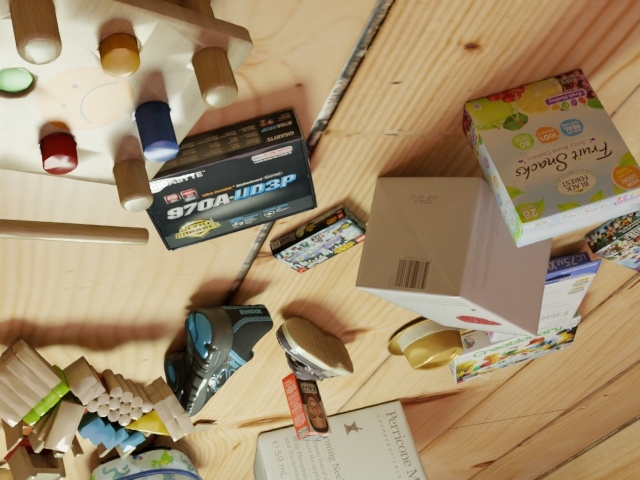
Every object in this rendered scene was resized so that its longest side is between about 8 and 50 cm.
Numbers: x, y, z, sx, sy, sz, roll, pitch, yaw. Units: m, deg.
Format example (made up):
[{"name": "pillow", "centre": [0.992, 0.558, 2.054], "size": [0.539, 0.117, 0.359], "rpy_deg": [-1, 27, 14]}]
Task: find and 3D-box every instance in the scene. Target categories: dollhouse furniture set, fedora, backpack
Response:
[{"name": "dollhouse furniture set", "centre": [-0.488, 0.347, 1.556], "size": [0.259, 0.135, 0.262], "rpy_deg": [-44, 144, 19]}, {"name": "fedora", "centre": [0.244, 0.229, 1.778], "size": [0.194, 0.079, 0.194], "rpy_deg": [-13, 151, -8]}, {"name": "backpack", "centre": [-0.404, 0.606, 1.920], "size": [0.289, 0.273, 0.356], "rpy_deg": [-5, 137, -9]}]

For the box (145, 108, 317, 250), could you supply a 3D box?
[{"name": "box", "centre": [-0.121, -0.075, 1.082], "size": [0.220, 0.051, 0.175], "rpy_deg": [-16, 151, -3]}]

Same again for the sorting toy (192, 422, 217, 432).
[{"name": "sorting toy", "centre": [-0.285, 0.430, 1.887], "size": [0.062, 0.012, 0.083], "rpy_deg": [-32, 152, 32]}]

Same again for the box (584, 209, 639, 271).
[{"name": "box", "centre": [0.651, -0.010, 1.636], "size": [0.233, 0.044, 0.159], "rpy_deg": [15, 137, -45]}]

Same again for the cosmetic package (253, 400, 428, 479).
[{"name": "cosmetic package", "centre": [0.052, 0.665, 2.157], "size": [0.393, 0.330, 0.327], "rpy_deg": [-11, 150, -14]}]

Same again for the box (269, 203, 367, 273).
[{"name": "box", "centre": [0.000, 0.000, 1.302], "size": [0.137, 0.027, 0.094], "rpy_deg": [-28, 150, 17]}]

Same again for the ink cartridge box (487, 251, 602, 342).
[{"name": "ink cartridge box", "centre": [0.456, 0.112, 1.714], "size": [0.185, 0.065, 0.311], "rpy_deg": [-13, 153, -4]}]

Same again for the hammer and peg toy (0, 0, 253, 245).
[{"name": "hammer and peg toy", "centre": [-0.260, -0.119, 0.853], "size": [0.265, 0.127, 0.361], "rpy_deg": [6, 143, -40]}]

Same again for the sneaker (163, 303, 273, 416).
[{"name": "sneaker", "centre": [-0.188, 0.223, 1.480], "size": [0.139, 0.125, 0.341], "rpy_deg": [-10, 154, -31]}]

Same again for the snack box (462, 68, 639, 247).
[{"name": "snack box", "centre": [0.308, -0.113, 1.100], "size": [0.174, 0.207, 0.070], "rpy_deg": [-17, 151, -3]}]

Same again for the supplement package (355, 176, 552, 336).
[{"name": "supplement package", "centre": [0.216, 0.031, 1.265], "size": [0.177, 0.176, 0.293], "rpy_deg": [3, 166, 37]}]

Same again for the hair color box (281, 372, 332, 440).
[{"name": "hair color box", "centre": [-0.030, 0.360, 1.782], "size": [0.043, 0.141, 0.072], "rpy_deg": [-37, 146, 31]}]

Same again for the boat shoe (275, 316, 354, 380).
[{"name": "boat shoe", "centre": [-0.022, 0.226, 1.603], "size": [0.092, 0.103, 0.285], "rpy_deg": [-31, 155, 12]}]

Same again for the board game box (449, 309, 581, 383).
[{"name": "board game box", "centre": [0.455, 0.243, 1.946], "size": [0.305, 0.053, 0.193], "rpy_deg": [-19, 151, 1]}]

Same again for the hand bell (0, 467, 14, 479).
[{"name": "hand bell", "centre": [-0.732, 0.470, 1.643], "size": [0.126, 0.126, 0.242], "rpy_deg": [-22, 138, 7]}]

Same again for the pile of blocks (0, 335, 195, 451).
[{"name": "pile of blocks", "centre": [-0.394, 0.270, 1.382], "size": [0.362, 0.112, 0.149], "rpy_deg": [24, 92, -27]}]
